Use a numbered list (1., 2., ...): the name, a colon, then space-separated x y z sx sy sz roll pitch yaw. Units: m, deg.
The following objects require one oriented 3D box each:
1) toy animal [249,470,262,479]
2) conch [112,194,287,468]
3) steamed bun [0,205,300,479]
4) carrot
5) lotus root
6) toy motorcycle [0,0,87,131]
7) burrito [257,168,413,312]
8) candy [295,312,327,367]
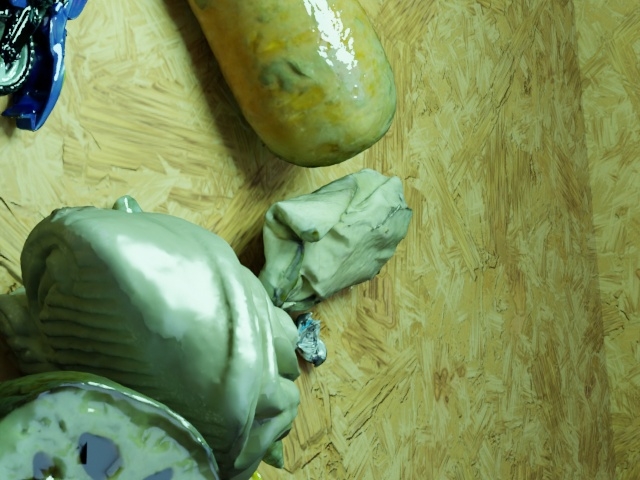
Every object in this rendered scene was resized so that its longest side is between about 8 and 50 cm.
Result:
1. toy animal: -0.104 0.355 1.223 0.230 0.156 0.156 44 51 -40
2. conch: -0.123 0.113 1.204 0.203 0.169 0.386 -44 123 -64
3. steamed bun: -0.156 0.106 1.004 0.324 0.310 0.219 49 46 5
4. carrot: -0.036 -0.273 1.331 0.224 0.224 0.341 -53 125 -45
5. lotus root: -0.249 0.239 0.828 0.250 0.346 0.250 12 66 -29
6. toy motorcycle: -0.295 -0.280 1.050 0.169 0.113 0.315 35 66 -60
7. burrito: 0.000 -0.003 1.421 0.135 0.190 0.332 43 28 16
8. candy: -0.059 0.147 1.397 0.226 0.051 0.094 11 79 -55
